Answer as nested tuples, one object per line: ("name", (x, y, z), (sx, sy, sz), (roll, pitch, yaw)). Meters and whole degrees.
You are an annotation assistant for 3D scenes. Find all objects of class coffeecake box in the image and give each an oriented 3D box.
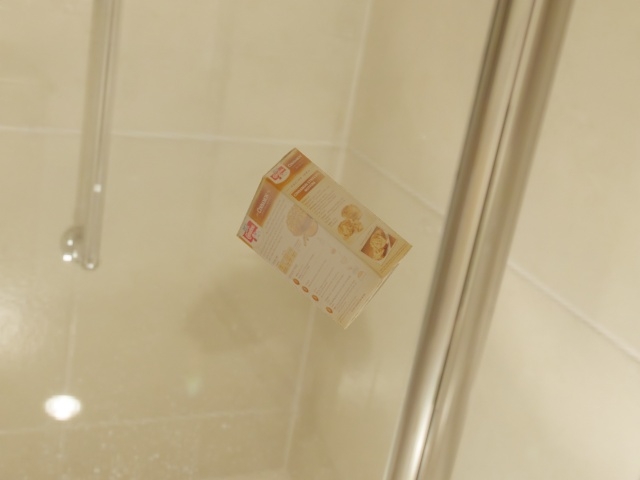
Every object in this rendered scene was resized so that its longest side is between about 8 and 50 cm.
("coffeecake box", (0.000, 0.000, 1.190), (0.185, 0.142, 0.068), (40, -124, 6))
